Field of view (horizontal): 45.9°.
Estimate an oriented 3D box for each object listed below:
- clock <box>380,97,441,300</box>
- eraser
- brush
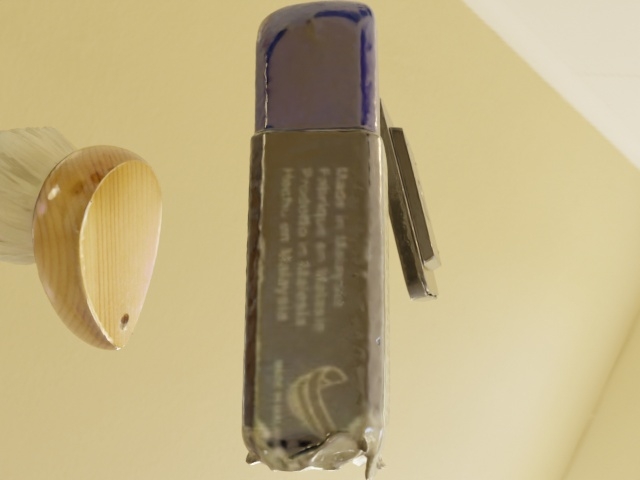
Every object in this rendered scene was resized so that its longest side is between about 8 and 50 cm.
[{"bbox_3d":[0.130,-0.050,1.103,0.049,0.278,0.273,-15,-7,11],"label":"clock"},{"bbox_3d":[0.000,0.000,0.557,0.102,0.332,0.155,-1,-12,4],"label":"eraser"},{"bbox_3d":[-0.303,0.004,0.911,0.166,0.266,0.174,13,23,19],"label":"brush"}]
